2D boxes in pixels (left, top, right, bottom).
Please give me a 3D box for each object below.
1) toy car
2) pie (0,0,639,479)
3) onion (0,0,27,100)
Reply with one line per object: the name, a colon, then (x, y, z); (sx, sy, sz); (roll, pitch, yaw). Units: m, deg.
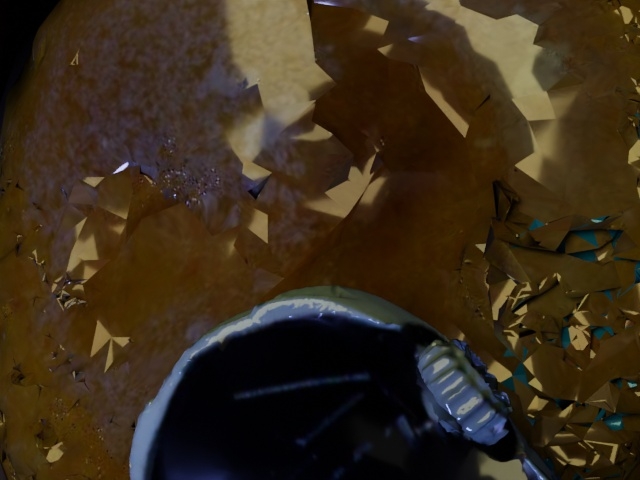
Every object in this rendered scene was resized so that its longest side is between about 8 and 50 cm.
toy car: (0.040, 0.099, 0.343); (0.095, 0.056, 0.205); (-42, 83, 12)
pie: (-0.001, 0.000, 0.437); (0.273, 0.069, 0.273); (-5, 78, 26)
onion: (-0.277, -0.133, 0.460); (0.347, 0.385, 0.348); (-19, 50, 24)
